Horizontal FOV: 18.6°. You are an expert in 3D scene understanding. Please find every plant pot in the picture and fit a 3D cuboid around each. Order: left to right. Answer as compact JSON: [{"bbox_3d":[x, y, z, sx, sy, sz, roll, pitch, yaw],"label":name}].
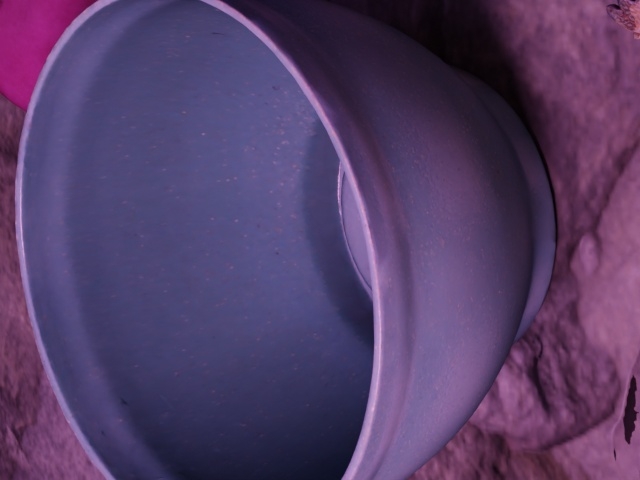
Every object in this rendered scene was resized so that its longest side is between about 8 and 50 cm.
[{"bbox_3d":[0.000,0.000,1.043,0.293,0.196,0.293,17,113,46],"label":"plant pot"}]

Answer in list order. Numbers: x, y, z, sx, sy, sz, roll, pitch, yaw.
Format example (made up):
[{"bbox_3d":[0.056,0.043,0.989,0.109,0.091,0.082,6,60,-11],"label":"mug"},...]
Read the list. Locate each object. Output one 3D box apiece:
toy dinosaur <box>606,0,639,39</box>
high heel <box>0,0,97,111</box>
[{"bbox_3d":[0.231,-0.131,0.804,0.296,0.200,0.127,56,155,-19],"label":"toy dinosaur"},{"bbox_3d":[-0.098,-0.219,1.153,0.181,0.127,0.377,41,132,-8],"label":"high heel"}]
